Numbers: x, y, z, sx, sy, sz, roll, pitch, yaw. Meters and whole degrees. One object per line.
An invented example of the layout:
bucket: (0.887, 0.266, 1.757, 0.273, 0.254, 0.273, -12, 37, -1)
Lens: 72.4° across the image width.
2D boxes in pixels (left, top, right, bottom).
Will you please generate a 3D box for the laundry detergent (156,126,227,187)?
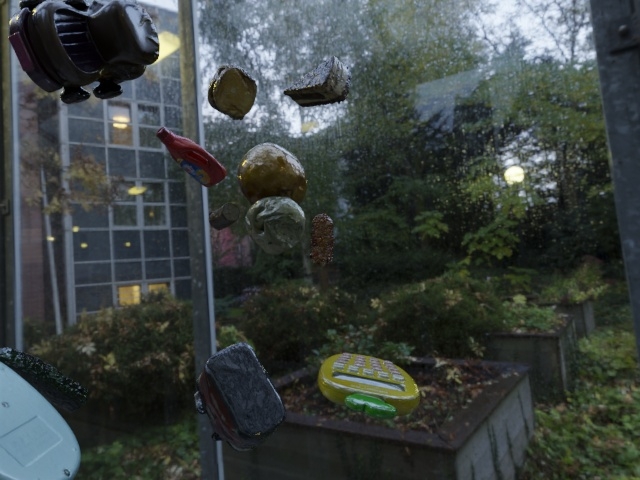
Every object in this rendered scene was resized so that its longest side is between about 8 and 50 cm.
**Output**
laundry detergent: (-0.291, -0.190, 0.978, 0.097, 0.049, 0.165, -12, -43, 39)

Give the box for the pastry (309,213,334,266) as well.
pastry: (0.003, 0.000, 1.413, 0.087, 0.169, 0.063, 6, -3, -18)

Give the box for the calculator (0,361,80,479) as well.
calculator: (-0.448, 0.229, 0.581, 0.042, 0.295, 0.184, -50, 0, -2)

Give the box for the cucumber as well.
cucumber: (-0.640, 0.309, 0.990, 0.067, 0.067, 0.293, -6, -41, 11)

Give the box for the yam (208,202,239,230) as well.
yam: (-0.366, -0.090, 1.657, 0.084, 0.084, 0.127, -1, -10, -38)

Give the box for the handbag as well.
handbag: (-0.217, 0.414, 1.137, 0.181, 0.254, 0.181, -23, -21, -37)

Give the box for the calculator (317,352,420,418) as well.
calculator: (0.069, 0.209, 0.640, 0.146, 0.032, 0.235, 10, 2, 5)

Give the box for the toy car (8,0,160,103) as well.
toy car: (-0.608, -0.530, 1.176, 0.240, 0.271, 0.340, -5, 23, 28)

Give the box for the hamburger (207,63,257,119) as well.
hamburger: (-0.257, -0.437, 1.287, 0.138, 0.147, 0.083, 15, 15, -44)

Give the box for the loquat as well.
loquat: (-0.186, -0.249, 1.729, 0.276, 0.276, 0.284, -4, 39, -11)

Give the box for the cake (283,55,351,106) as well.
cake: (-0.005, -0.555, 1.534, 0.112, 0.135, 0.246, 29, -9, -39)

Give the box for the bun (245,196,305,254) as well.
bun: (-0.169, -0.053, 1.573, 0.237, 0.210, 0.116, -11, 8, 26)
